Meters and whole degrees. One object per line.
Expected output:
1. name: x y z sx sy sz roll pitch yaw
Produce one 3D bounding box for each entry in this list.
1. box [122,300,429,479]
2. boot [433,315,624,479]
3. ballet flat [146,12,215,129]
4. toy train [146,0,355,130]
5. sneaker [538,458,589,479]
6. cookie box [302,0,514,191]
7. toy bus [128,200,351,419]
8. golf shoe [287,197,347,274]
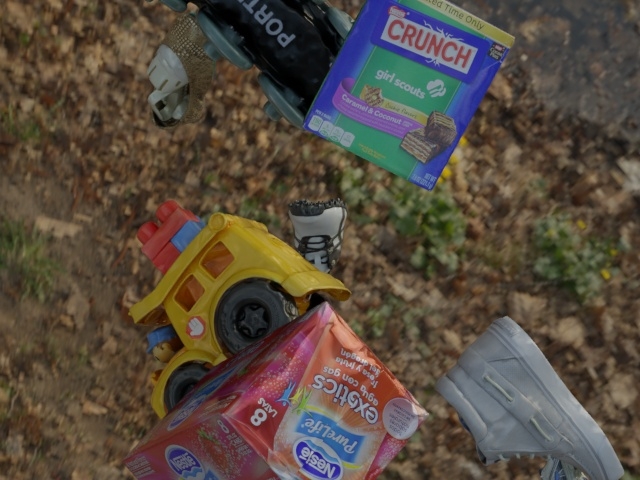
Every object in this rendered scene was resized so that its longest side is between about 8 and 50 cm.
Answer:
1. box: -0.045 0.160 0.967 0.122 0.257 0.128 47 60 -5
2. boot: 0.226 0.207 1.327 0.123 0.095 0.258 -41 113 -2
3. ballet flat: -0.162 -0.180 1.356 0.067 0.206 0.073 -36 75 -21
4. toy train: -0.068 -0.250 1.208 0.142 0.190 0.334 -42 116 12
5. sneaker: 0.317 0.314 1.566 0.052 0.058 0.135 -2 89 -49
6. cookie box: 0.053 -0.099 0.733 0.092 0.040 0.107 26 102 -7
7. toy bus: -0.114 0.072 1.201 0.211 0.149 0.220 42 100 16
8. golf shoe: 0.000 0.000 1.573 0.077 0.198 0.093 -2 78 7
